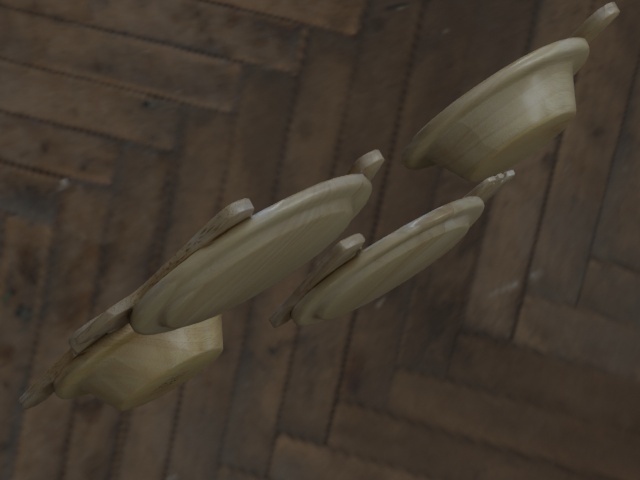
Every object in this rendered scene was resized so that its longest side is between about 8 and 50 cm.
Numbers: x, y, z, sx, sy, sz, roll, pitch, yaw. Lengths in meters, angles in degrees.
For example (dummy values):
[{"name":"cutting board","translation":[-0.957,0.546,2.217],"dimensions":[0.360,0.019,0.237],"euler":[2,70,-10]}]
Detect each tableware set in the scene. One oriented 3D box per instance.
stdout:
[{"name":"tableware set","translation":[0.000,0.000,0.481],"dimensions":[0.020,0.168,0.141],"euler":[59,144,10]}]
